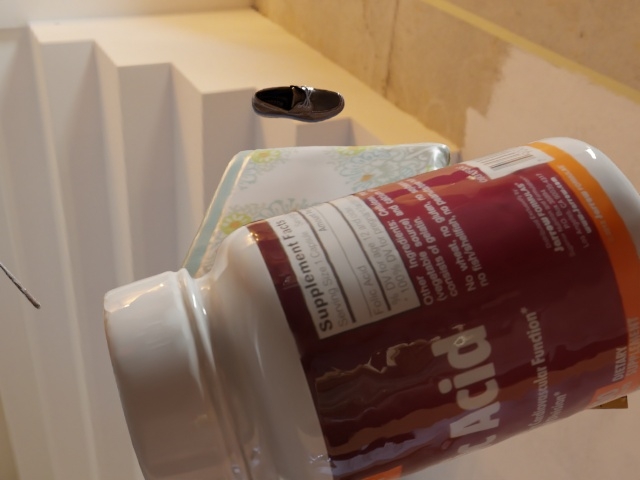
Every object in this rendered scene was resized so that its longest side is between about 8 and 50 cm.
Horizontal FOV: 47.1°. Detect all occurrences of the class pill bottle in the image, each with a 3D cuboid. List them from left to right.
[{"bbox_3d":[0.048,0.072,0.586,0.224,0.392,0.224,163,-90,-80],"label":"pill bottle"}]

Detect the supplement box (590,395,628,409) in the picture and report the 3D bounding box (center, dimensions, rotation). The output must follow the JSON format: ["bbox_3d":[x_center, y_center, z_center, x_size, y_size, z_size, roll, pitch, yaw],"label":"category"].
[{"bbox_3d":[0.528,0.230,1.487,0.194,0.129,0.191,6,79,-78],"label":"supplement box"}]

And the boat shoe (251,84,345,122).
[{"bbox_3d":[-0.043,-0.268,1.431,0.066,0.183,0.066,97,-11,-82],"label":"boat shoe"}]

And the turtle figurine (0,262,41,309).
[{"bbox_3d":[-0.490,0.001,0.840,0.274,0.198,0.266,61,-20,-16],"label":"turtle figurine"}]

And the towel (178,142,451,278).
[{"bbox_3d":[0.000,0.000,0.963,0.374,0.321,0.090,-75,162,-46],"label":"towel"}]
